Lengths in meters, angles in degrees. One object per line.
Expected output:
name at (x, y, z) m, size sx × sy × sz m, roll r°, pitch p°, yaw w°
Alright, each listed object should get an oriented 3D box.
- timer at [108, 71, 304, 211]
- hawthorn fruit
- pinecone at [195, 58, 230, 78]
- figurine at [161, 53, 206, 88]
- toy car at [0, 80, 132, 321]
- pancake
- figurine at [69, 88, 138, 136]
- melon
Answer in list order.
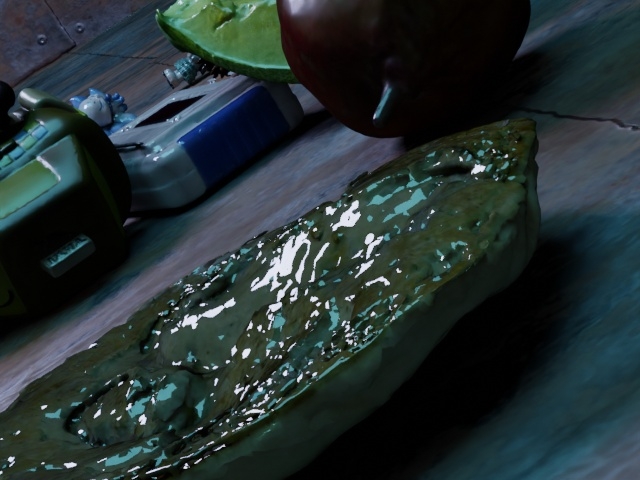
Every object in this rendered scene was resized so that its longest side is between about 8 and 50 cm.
timer at (-0.145, -0.102, 1.559) m, size 0.178 × 0.078 × 0.253 m, roll -38°, pitch 17°, yaw -26°
hawthorn fruit at (0.063, -0.165, 1.192) m, size 0.208 × 0.208 × 0.248 m, roll -26°, pitch 33°, yaw 19°
pinecone at (-0.107, -0.273, 1.928) m, size 0.140 × 0.121 × 0.140 m, roll -35°, pitch 1°, yaw 0°
figurine at (-0.166, -0.247, 2.098) m, size 0.106 × 0.047 × 0.060 m, roll -34°, pitch 7°, yaw 0°
toy car at (-0.281, -0.014, 1.406) m, size 0.248 × 0.204 × 0.198 m, roll -35°, pitch 39°, yaw -20°
pancake at (-0.034, 0.056, 0.859) m, size 0.387 × 0.082 × 0.387 m, roll -33°, pitch 13°, yaw 9°
figurine at (-0.298, -0.149, 1.982) m, size 0.114 × 0.079 × 0.114 m, roll 3°, pitch 49°, yaw -3°
melon at (0.010, -0.213, 1.458) m, size 0.323 × 0.124 × 0.196 m, roll -15°, pitch 18°, yaw 14°
